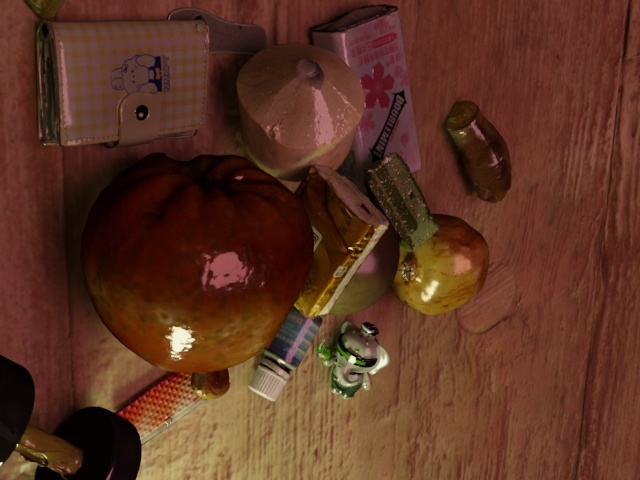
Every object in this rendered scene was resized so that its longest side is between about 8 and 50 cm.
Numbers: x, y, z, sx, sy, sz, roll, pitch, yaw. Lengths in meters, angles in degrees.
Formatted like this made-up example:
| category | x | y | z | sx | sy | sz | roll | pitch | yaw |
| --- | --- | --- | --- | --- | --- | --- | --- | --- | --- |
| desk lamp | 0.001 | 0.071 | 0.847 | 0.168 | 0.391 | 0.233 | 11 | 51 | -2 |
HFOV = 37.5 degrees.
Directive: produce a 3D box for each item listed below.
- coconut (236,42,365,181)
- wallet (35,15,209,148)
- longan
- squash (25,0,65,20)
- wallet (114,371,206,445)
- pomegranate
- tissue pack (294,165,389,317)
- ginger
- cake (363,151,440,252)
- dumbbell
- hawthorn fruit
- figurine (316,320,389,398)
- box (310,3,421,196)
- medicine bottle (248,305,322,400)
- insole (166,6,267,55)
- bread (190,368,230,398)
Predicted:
| category | x | y | z | sx | sy | sz | roll | pitch | yaw |
| --- | --- | --- | --- | --- | --- | --- | --- | --- | --- |
| coconut | -0.037 | -0.246 | 1.757 | 0.239 | 0.239 | 0.244 | -47 | 165 | -22 |
| wallet | -0.329 | -0.271 | 1.612 | 0.309 | 0.077 | 0.224 | -11 | 107 | -41 |
| longan | 0.046 | 0.030 | 1.916 | 0.258 | 0.258 | 0.258 | -13 | 111 | -39 |
| squash | -0.418 | -0.528 | 1.485 | 0.111 | 0.203 | 0.289 | 17 | 126 | -44 |
| wallet | -0.310 | 0.321 | 1.830 | 0.196 | 0.020 | 0.103 | -33 | 122 | -32 |
| pomegranate | 0.261 | 0.053 | 2.128 | 0.248 | 0.248 | 0.248 | -13 | 111 | -39 |
| tissue pack | 0.000 | 0.000 | 1.738 | 0.092 | 0.183 | 0.226 | 0 | 129 | -53 |
| ginger | 0.389 | -0.211 | 2.260 | 0.263 | 0.116 | 0.109 | 57 | 23 | -31 |
| cake | 0.171 | -0.078 | 1.962 | 0.100 | 0.099 | 0.235 | -41 | 146 | -11 |
| dumbbell | -0.474 | 0.335 | 1.561 | 0.322 | 0.203 | 0.204 | 41 | 74 | -41 |
| hawthorn fruit | -0.219 | 0.054 | 1.608 | 0.402 | 0.402 | 0.403 | -13 | 111 | -39 |
| figurine | 0.077 | 0.263 | 2.098 | 0.126 | 0.147 | 0.193 | -18 | 134 | -58 |
| box | 0.101 | -0.296 | 1.968 | 0.190 | 0.112 | 0.370 | -30 | 121 | -34 |
| medicine bottle | -0.075 | 0.235 | 1.976 | 0.083 | 0.083 | 0.203 | 37 | 77 | -42 |
| insole | -0.188 | -0.382 | 1.752 | 0.232 | 0.003 | 0.080 | 1 | 101 | -42 |
| bread | -0.215 | 0.262 | 1.863 | 0.136 | 0.054 | 0.154 | 64 | 26 | -49 |
